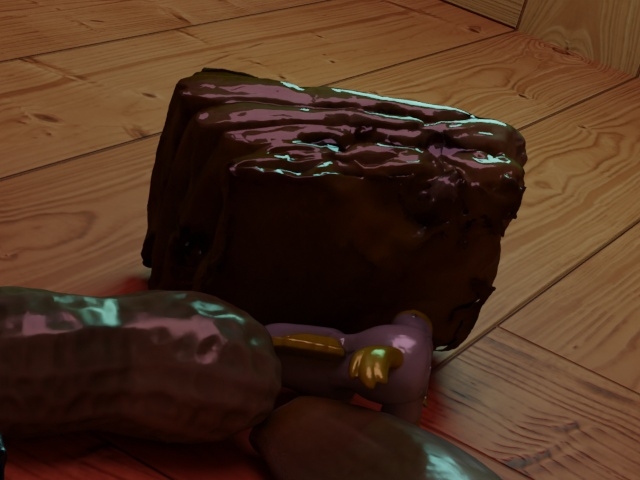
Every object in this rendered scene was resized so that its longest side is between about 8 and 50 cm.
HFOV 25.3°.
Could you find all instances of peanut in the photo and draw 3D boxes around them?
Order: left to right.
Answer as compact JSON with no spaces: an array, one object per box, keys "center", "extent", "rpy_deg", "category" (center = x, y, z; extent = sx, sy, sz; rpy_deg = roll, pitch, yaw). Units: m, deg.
[{"center":[-0.178,0.093,1.095],"extent":[0.298,0.120,0.136],"rpy_deg":[5,-7,-20],"category":"peanut"}]

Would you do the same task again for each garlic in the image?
[{"center":[0.069,0.200,1.053],"extent":[0.143,0.112,0.318],"rpy_deg":[-6,20,-36],"category":"garlic"}]

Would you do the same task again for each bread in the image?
[{"center":[0.000,0.000,1.282],"extent":[0.324,0.277,0.167],"rpy_deg":[13,46,-5],"category":"bread"}]

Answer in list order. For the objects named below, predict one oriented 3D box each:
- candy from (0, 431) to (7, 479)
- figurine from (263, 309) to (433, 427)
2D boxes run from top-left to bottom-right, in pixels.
[{"center":[-0.354,0.149,0.889],"extent":[0.312,0.088,0.061],"rpy_deg":[5,26,-24],"category":"candy"},{"center":[0.011,0.100,1.189],"extent":[0.178,0.109,0.129],"rpy_deg":[5,-10,32],"category":"figurine"}]
